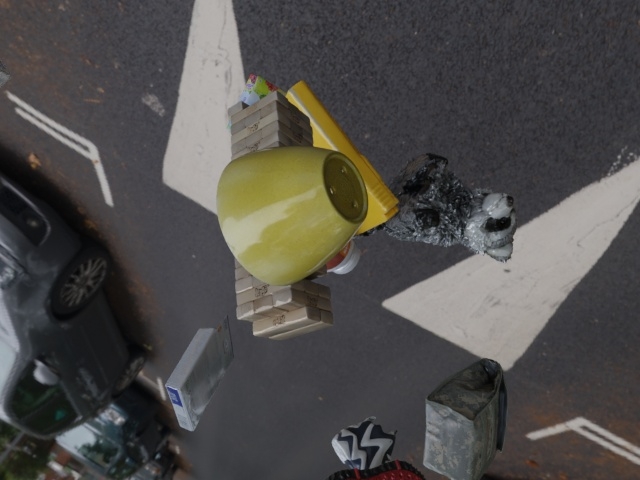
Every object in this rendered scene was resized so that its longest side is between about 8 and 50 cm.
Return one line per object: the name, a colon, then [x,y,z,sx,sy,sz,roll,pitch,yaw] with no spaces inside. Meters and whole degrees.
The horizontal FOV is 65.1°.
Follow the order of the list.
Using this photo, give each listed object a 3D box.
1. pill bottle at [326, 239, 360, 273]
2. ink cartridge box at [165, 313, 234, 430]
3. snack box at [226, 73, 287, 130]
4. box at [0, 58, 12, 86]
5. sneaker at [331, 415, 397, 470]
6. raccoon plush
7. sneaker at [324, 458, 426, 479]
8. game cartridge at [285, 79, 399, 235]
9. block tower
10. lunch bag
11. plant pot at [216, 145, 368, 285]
pill bottle: [0.000,0.000,1.157,0.121,0.121,0.216,3,160,38]
ink cartridge box: [-0.292,0.322,1.244,0.045,0.224,0.223,17,137,12]
snack box: [-0.206,-0.445,1.759,0.174,0.207,0.070,21,-172,-39]
box: [-0.588,-0.199,0.615,0.059,0.232,0.322,53,-174,5]
sneaker: [0.151,0.534,1.206,0.235,0.153,0.094,52,155,18]
raccoon plush: [0.298,-0.058,1.320,0.299,0.216,0.446,28,165,-23]
sneaker: [0.100,0.519,1.031,0.261,0.104,0.125,11,140,-21]
game cartridge: [0.021,-0.160,1.106,0.324,0.052,0.285,50,164,-3]
block tower: [-0.058,-0.044,0.684,0.097,0.336,0.091,-21,154,29]
lunch bag: [0.420,0.485,1.377,0.168,0.286,0.236,16,118,39]
plant pot: [-0.013,-0.034,0.462,0.095,0.134,0.134,-20,123,35]
